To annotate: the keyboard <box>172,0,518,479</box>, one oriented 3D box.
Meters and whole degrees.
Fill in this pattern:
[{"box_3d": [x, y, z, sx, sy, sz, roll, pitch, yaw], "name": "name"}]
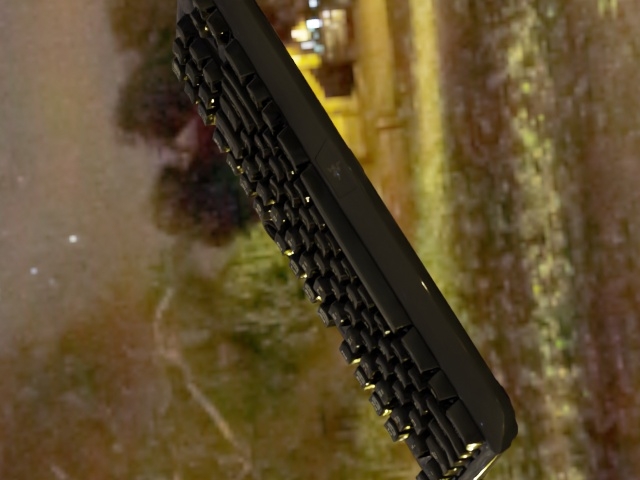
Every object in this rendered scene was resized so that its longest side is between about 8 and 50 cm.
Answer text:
[{"box_3d": [0.000, 0.000, 0.414, 0.180, 0.023, 0.108, 59, 168, 18], "name": "keyboard"}]
